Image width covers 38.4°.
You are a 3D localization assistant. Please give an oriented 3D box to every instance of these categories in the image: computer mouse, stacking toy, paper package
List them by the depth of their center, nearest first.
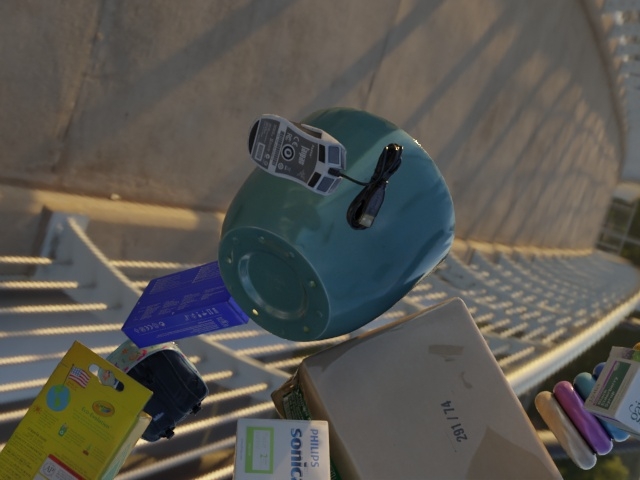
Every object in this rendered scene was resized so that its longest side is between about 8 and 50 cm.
[{"bbox_3d":[0.001,-0.092,1.043,0.042,0.193,0.106,-17,130,-55],"label":"computer mouse"},{"bbox_3d":[0.137,0.290,1.337,0.309,0.325,0.168,-18,162,-29],"label":"paper package"},{"bbox_3d":[0.514,0.222,1.465,0.330,0.141,0.141,-36,159,8],"label":"stacking toy"}]

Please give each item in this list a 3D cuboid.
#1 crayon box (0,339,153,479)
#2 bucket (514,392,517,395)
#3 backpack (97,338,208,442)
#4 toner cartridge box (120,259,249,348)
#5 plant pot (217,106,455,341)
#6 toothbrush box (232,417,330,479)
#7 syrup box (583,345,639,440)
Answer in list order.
[{"bbox_3d":[-0.470,0.379,1.768,0.318,0.202,0.081,-57,165,-5],"label":"crayon box"},{"bbox_3d":[0.194,0.303,1.656,0.281,0.183,0.281,-19,133,-22],"label":"bucket"},{"bbox_3d":[-0.427,0.345,2.275,0.225,0.191,0.253,-40,139,-12],"label":"backpack"},{"bbox_3d":[-0.281,0.135,2.067,0.075,0.348,0.165,53,42,-26],"label":"toner cartridge box"},{"bbox_3d":[0.000,0.000,1.259,0.235,0.293,0.293,-43,146,-40],"label":"plant pot"},{"bbox_3d":[-0.058,0.391,1.159,0.206,0.122,0.283,-92,-172,-47],"label":"toothbrush box"},{"bbox_3d":[0.470,0.234,1.179,0.093,0.237,0.096,-61,-172,-6],"label":"syrup box"}]
